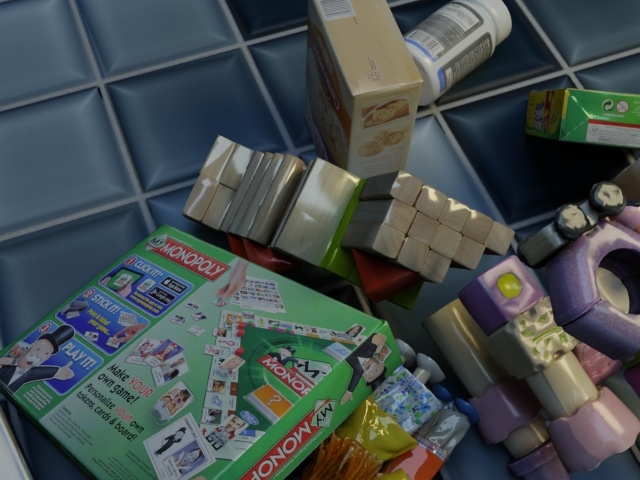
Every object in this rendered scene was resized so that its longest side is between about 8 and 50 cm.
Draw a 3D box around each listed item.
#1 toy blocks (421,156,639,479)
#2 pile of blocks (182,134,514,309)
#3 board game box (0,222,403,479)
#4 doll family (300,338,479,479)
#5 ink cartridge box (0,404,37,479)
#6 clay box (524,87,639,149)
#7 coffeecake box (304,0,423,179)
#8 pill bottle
[{"bbox_3d":[0.282,0.078,0.704,0.289,0.309,0.260,-30,79,-19],"label":"toy blocks"},{"bbox_3d":[0.000,0.000,0.817,0.362,0.149,0.112,18,81,51],"label":"pile of blocks"},{"bbox_3d":[-0.118,0.098,0.737,0.213,0.046,0.317,-40,35,-23],"label":"board game box"},{"bbox_3d":[-0.009,0.136,0.743,0.263,0.118,0.163,29,69,27],"label":"doll family"},{"bbox_3d":[-0.336,0.259,0.678,0.283,0.117,0.207,-27,62,-16],"label":"ink cartridge box"},{"bbox_3d":[0.280,-0.119,0.913,0.128,0.222,0.053,6,98,3],"label":"clay box"},{"bbox_3d":[0.035,-0.136,0.897,0.068,0.185,0.142,-13,59,-10],"label":"coffeecake box"},{"bbox_3d":[0.142,-0.215,1.013,0.137,0.078,0.078,-39,66,-23],"label":"pill bottle"}]
